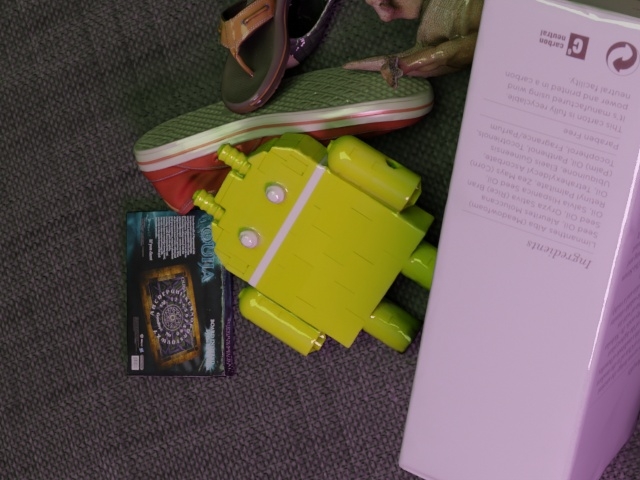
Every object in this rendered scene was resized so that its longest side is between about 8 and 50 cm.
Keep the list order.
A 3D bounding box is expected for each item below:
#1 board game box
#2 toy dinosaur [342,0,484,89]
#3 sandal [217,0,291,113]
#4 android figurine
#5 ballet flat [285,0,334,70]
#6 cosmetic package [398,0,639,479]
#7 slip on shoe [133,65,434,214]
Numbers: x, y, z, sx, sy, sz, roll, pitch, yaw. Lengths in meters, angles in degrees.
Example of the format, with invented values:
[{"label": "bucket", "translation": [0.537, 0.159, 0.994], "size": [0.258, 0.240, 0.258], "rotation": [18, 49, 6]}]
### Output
[{"label": "board game box", "translation": [-0.156, 0.058, 1.665], "size": [0.126, 0.026, 0.186], "rotation": [-1, 88, 24]}, {"label": "toy dinosaur", "translation": [0.157, -0.236, 1.476], "size": [0.295, 0.200, 0.127], "rotation": [-49, 60, 35]}, {"label": "sandal", "translation": [-0.070, -0.237, 1.580], "size": [0.090, 0.060, 0.219], "rotation": [-1, 70, 48]}, {"label": "android figurine", "translation": [0.000, 0.000, 1.524], "size": [0.273, 0.056, 0.248], "rotation": [34, 122, -1]}, {"label": "ballet flat", "translation": [-0.011, -0.259, 1.597], "size": [0.057, 0.049, 0.173], "rotation": [35, 102, 22]}, {"label": "cosmetic package", "translation": [0.219, -0.007, 1.322], "size": [0.162, 0.230, 0.453], "rotation": [19, 114, 24]}, {"label": "slip on shoe", "translation": [-0.033, -0.106, 1.582], "size": [0.331, 0.123, 0.101], "rotation": [-15, 115, 18]}]
